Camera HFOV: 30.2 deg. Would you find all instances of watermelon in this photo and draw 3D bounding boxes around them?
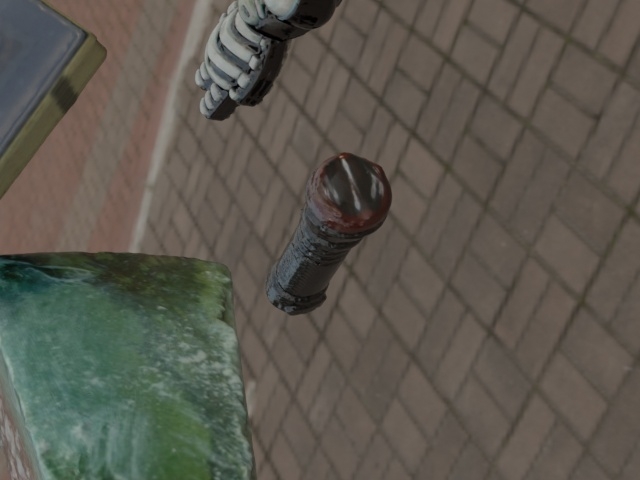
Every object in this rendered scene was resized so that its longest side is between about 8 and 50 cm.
[{"bbox_3d":[-0.061,0.134,0.420,0.154,0.094,0.241,-121,28,-53],"label":"watermelon"}]

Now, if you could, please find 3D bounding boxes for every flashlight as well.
[{"bbox_3d":[0.000,0.000,1.251,0.232,0.093,0.093,124,147,-57],"label":"flashlight"}]

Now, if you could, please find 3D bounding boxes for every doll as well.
[{"bbox_3d":[-0.036,-0.171,0.896,0.219,0.067,0.091,-42,46,42],"label":"doll"}]

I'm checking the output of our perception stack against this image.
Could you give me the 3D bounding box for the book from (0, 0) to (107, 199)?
[{"bbox_3d":[-0.236,-0.020,0.475,0.269,0.191,0.025,-54,-13,-2],"label":"book"}]
